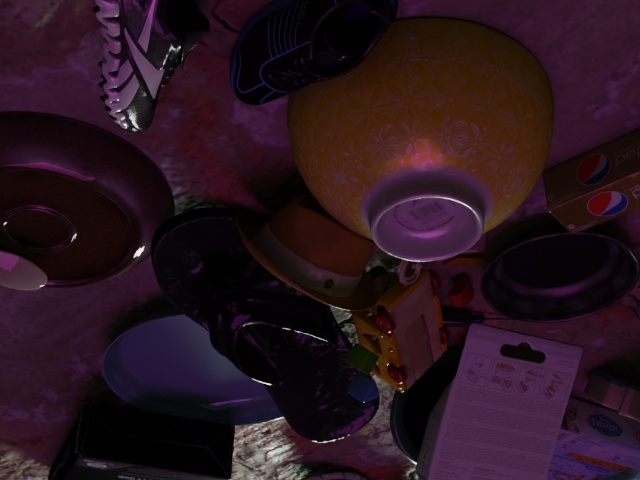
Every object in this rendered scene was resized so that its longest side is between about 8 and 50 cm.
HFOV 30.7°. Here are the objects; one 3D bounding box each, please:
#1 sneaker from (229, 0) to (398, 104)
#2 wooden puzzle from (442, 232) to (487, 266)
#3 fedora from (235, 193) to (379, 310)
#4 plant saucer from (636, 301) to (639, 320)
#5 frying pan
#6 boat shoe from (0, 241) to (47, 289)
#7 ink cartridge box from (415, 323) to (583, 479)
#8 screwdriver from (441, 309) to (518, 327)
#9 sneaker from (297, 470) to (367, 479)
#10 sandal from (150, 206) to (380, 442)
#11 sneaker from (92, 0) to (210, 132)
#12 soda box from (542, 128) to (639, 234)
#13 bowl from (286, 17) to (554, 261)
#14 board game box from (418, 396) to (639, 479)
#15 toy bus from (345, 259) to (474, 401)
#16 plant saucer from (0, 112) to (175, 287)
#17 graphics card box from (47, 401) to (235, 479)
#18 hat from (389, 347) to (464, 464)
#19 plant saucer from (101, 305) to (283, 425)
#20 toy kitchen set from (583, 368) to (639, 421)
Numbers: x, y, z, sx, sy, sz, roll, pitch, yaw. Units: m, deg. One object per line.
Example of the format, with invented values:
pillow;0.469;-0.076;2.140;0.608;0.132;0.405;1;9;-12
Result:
sneaker;-0.013;-0.185;1.109;0.081;0.090;0.232;23;138;-29
wooden puzzle;0.167;-0.004;1.425;0.078;0.014;0.116;-4;144;-2
fedora;0.000;0.000;1.325;0.194;0.194;0.079;23;111;-28
plant saucer;0.484;0.096;1.554;0.119;0.021;0.119;0;144;0
frying pan;0.358;0.029;1.437;0.326;0.053;0.197;-11;143;12
boat shoe;-0.379;0.019;1.354;0.133;0.042;0.049;23;118;-28
ink cartridge box;0.253;0.242;1.650;0.189;0.232;0.066;13;180;-18
screwdriver;0.235;0.107;1.576;0.169;0.024;0.025;2;174;-14
sneaker;0.057;0.469;1.991;0.275;0.110;0.107;26;137;-30
sandal;-0.045;0.123;1.467;0.167;0.107;0.446;-33;127;8
sneaker;-0.159;-0.186;1.119;0.106;0.078;0.234;4;142;-1
soda box;0.341;-0.074;1.289;0.181;0.058;0.061;-25;137;30
bowl;0.108;-0.073;1.210;0.289;0.156;0.289;0;144;0
board game box;0.377;0.366;1.886;0.318;0.066;0.318;20;139;-26
toy bus;0.089;0.092;1.475;0.191;0.104;0.202;9;106;-52
plant saucer;-0.328;-0.029;1.362;0.310;0.050;0.311;1;144;1
graphics card box;-0.295;0.368;1.833;0.232;0.094;0.371;12;151;-15
hat;0.157;0.236;1.743;0.173;0.183;0.209;0;102;-16
plant saucer;-0.146;0.172;1.641;0.317;0.044;0.318;1;144;0
toy kitchen set;0.501;0.188;1.626;0.122;0.166;0.207;20;-177;-25
